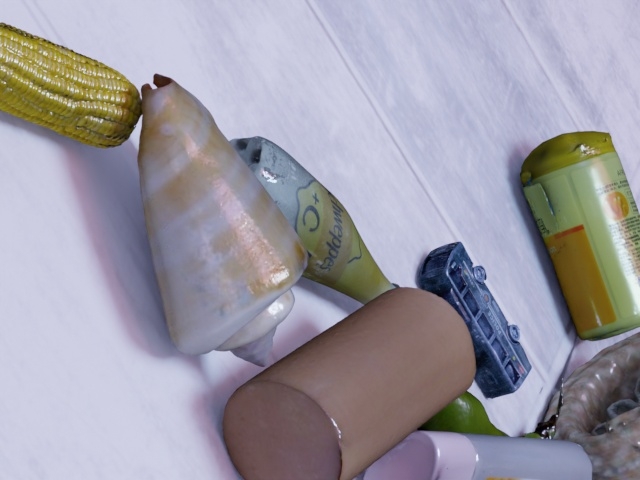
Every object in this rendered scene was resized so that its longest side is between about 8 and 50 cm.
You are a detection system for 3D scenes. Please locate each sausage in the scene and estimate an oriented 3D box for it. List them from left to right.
[{"bbox_3d":[0.036,0.130,1.746,0.253,0.123,0.123,-31,98,-49],"label":"sausage"}]

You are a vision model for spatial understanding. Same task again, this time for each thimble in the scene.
[{"bbox_3d":[0.358,0.206,2.139,0.148,0.196,0.229,58,32,-17],"label":"thimble"}]

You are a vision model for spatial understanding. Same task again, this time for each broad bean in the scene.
[{"bbox_3d":[0.148,0.174,1.975,0.318,0.056,0.098,13,77,-53],"label":"broad bean"}]

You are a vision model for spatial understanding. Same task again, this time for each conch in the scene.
[{"bbox_3d":[-0.078,-0.015,1.656,0.158,0.127,0.255,-54,135,-64],"label":"conch"}]

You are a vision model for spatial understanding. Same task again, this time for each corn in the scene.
[{"bbox_3d":[-0.226,-0.128,1.597,0.203,0.072,0.072,20,56,-48],"label":"corn"}]

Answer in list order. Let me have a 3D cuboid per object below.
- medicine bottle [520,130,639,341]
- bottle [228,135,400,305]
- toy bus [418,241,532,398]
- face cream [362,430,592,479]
[{"bbox_3d":[0.313,-0.009,2.277,0.124,0.124,0.238,-16,84,-58],"label":"medicine bottle"},{"bbox_3d":[0.000,0.000,1.840,0.270,0.083,0.083,40,42,-39],"label":"bottle"},{"bbox_3d":[0.161,0.084,2.062,0.166,0.047,0.065,58,37,-16],"label":"toy bus"},{"bbox_3d":[0.154,0.228,1.901,0.269,0.107,0.073,10,40,-49],"label":"face cream"}]
